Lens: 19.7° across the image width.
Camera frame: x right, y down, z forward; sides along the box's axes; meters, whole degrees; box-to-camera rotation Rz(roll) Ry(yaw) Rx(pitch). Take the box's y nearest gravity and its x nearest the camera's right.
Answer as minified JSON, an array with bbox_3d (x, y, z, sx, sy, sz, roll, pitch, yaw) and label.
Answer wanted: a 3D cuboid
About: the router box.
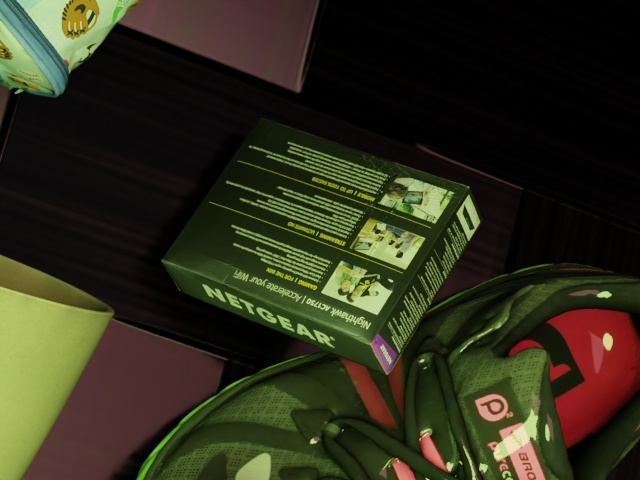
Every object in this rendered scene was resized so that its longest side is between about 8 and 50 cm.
[{"bbox_3d":[0.000,0.000,1.257,0.133,0.179,0.046,-56,147,-21],"label":"router box"}]

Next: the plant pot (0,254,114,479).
[{"bbox_3d":[-0.286,0.125,1.077,0.256,0.256,0.274,20,90,-21],"label":"plant pot"}]

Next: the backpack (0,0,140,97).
[{"bbox_3d":[-0.232,-0.192,1.100,0.276,0.263,0.213,41,73,-34],"label":"backpack"}]

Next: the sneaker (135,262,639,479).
[{"bbox_3d":[0.064,0.136,1.240,0.482,0.202,0.185,-32,95,-26],"label":"sneaker"}]
